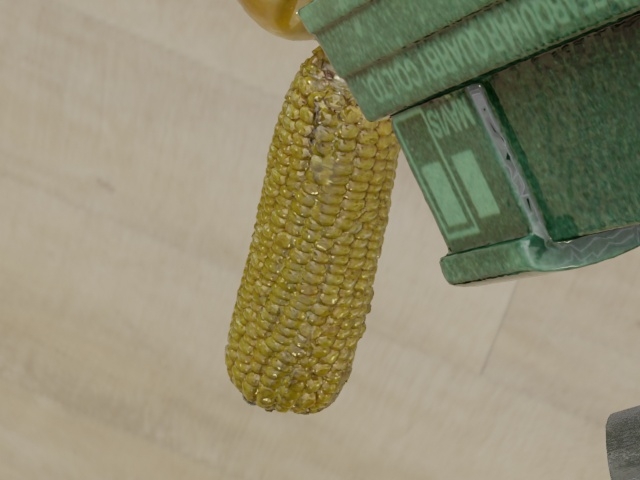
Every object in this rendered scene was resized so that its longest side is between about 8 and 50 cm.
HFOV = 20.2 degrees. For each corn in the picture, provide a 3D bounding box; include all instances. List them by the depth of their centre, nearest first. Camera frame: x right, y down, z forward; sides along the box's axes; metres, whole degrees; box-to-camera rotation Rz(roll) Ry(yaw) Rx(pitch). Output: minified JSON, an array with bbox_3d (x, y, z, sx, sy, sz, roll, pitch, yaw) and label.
[{"bbox_3d":[0.000,0.000,1.244,0.106,0.293,0.106,10,34,-7],"label":"corn"}]

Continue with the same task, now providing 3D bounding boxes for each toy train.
[{"bbox_3d":[0.120,-0.085,0.700,0.139,0.330,0.178,-27,95,-22],"label":"toy train"}]

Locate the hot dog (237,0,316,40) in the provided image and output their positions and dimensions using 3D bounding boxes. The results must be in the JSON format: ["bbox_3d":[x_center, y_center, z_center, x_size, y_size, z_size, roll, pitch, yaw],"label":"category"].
[{"bbox_3d":[0.001,-0.335,1.238,0.365,0.196,0.367,-44,107,-38],"label":"hot dog"}]

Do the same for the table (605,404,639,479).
[{"bbox_3d":[0.218,0.164,1.103,0.043,0.133,0.133,-19,76,19],"label":"table"}]
